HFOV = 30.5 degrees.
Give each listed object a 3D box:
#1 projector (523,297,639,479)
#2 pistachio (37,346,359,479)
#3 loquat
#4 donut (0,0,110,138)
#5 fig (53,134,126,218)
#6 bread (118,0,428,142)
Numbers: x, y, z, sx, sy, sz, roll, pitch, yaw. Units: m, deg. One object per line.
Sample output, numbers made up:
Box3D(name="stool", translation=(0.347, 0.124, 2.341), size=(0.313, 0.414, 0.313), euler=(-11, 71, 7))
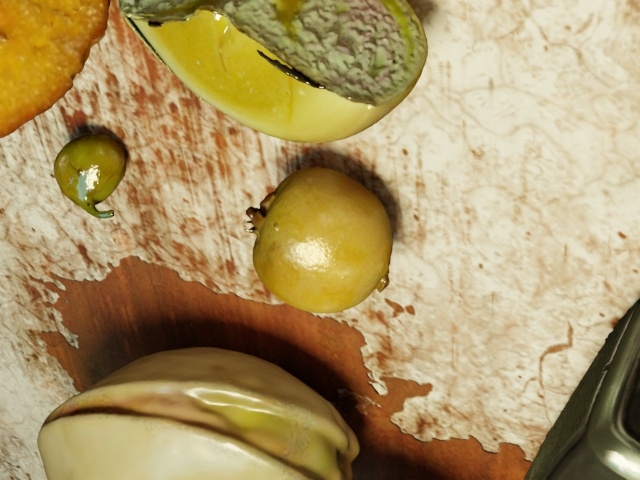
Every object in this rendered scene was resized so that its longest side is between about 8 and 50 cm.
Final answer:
Box3D(name="projector", translation=(0.392, 0.300, 1.128), size=(0.395, 0.242, 0.405), euler=(26, 142, 9))
Box3D(name="pistachio", translation=(-0.155, 0.283, 1.471), size=(0.446, 0.281, 0.365), euler=(-12, 141, 37))
Box3D(name="loquat", translation=(0.000, 0.000, 1.186), size=(0.163, 0.137, 0.163), euler=(21, 156, 10))
Box3D(name="donut", translation=(-0.362, -0.301, 0.970), size=(0.435, 0.377, 0.163), euler=(49, 153, -23))
Box3D(name="fig", translation=(-0.264, -0.070, 1.336), size=(0.084, 0.098, 0.082), euler=(2, 157, 7))
Box3D(name="bread", translation=(-0.041, -0.181, 1.033), size=(0.261, 0.158, 0.156), euler=(33, 152, 2))
